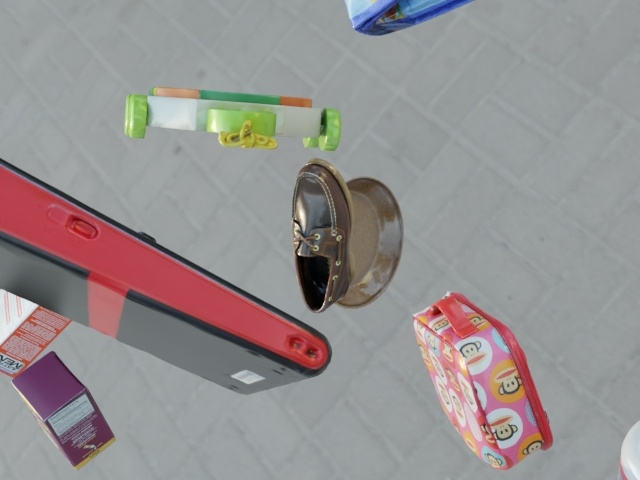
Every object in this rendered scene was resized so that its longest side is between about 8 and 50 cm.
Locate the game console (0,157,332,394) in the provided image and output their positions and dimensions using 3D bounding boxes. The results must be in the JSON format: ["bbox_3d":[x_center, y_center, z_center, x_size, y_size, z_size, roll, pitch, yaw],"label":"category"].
[{"bbox_3d":[-0.175,0.033,0.949,0.386,0.342,0.060,140,154,-76],"label":"game console"}]

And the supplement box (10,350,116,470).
[{"bbox_3d":[-0.206,0.138,0.932,0.043,0.083,0.055,-37,53,-19],"label":"supplement box"}]

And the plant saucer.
[{"bbox_3d":[0.047,0.002,1.718,0.036,0.198,0.199,9,74,43],"label":"plant saucer"}]

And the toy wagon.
[{"bbox_3d":[-0.110,-0.156,1.473,0.344,0.267,0.068,-152,65,-77],"label":"toy wagon"}]

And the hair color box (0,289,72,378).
[{"bbox_3d":[-0.329,0.071,1.352,0.167,0.053,0.093,-43,38,16],"label":"hair color box"}]

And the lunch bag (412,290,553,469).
[{"bbox_3d":[0.242,0.202,1.829,0.120,0.258,0.293,-25,16,-7],"label":"lunch bag"}]

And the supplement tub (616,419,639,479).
[{"bbox_3d":[0.510,0.395,1.640,0.191,0.272,0.191,-1,34,1],"label":"supplement tub"}]

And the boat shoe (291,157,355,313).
[{"bbox_3d":[0.000,0.000,1.414,0.073,0.207,0.073,17,44,32],"label":"boat shoe"}]

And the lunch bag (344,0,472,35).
[{"bbox_3d":[0.114,-0.328,1.049,0.293,0.138,0.221,-27,65,24],"label":"lunch bag"}]
